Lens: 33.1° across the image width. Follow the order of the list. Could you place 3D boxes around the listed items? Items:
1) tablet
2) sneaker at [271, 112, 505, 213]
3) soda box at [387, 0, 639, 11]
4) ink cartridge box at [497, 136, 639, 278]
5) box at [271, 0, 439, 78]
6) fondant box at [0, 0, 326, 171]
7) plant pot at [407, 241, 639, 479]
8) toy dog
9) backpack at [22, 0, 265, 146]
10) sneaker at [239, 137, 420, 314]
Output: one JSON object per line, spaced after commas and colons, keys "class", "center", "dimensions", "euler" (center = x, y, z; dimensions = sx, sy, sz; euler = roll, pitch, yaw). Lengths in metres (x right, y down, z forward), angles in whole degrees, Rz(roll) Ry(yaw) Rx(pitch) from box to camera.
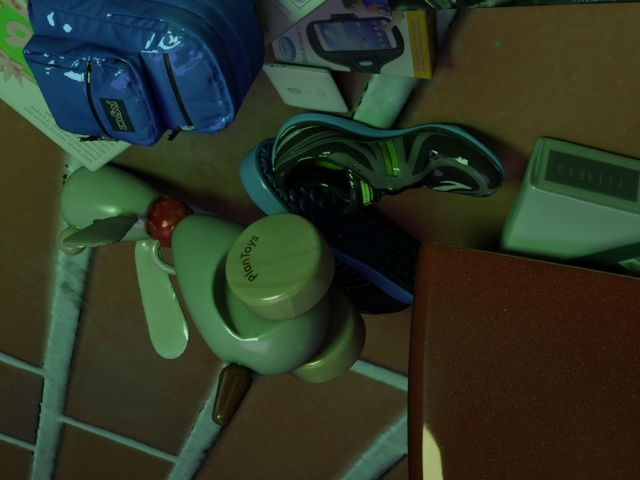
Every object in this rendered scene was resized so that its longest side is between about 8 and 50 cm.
{"class": "tablet", "center": [-0.011, -0.117, 0.828], "dimensions": [0.054, 0.006, 0.083], "euler": [9, 168, 14]}
{"class": "sneaker", "center": [0.051, -0.053, 0.853], "dimensions": [0.188, 0.078, 0.067], "euler": [7, 146, 13]}
{"class": "soda box", "center": [0.120, -0.178, 0.645], "dimensions": [0.169, 0.060, 0.053], "euler": [3, 144, 23]}
{"class": "ink cartridge box", "center": [0.284, 0.036, 0.895], "dimensions": [0.275, 0.060, 0.239], "euler": [15, 147, 5]}
{"class": "box", "center": [0.013, -0.156, 0.762], "dimensions": [0.136, 0.028, 0.081], "euler": [6, 146, 16]}
{"class": "fondant box", "center": [-0.142, -0.201, 0.686], "dimensions": [0.238, 0.096, 0.330], "euler": [41, 141, -21]}
{"class": "plant pot", "center": [0.203, 0.174, 0.906], "dimensions": [0.267, 0.236, 0.267], "euler": [11, 162, 20]}
{"class": "toy dog", "center": [-0.117, 0.049, 0.926], "dimensions": [0.334, 0.161, 0.220], "euler": [10, 148, 51]}
{"class": "backpack", "center": [-0.097, -0.104, 0.616], "dimensions": [0.120, 0.101, 0.098], "euler": [10, 150, 18]}
{"class": "sneaker", "center": [0.000, 0.000, 0.957], "dimensions": [0.090, 0.081, 0.232], "euler": [-22, 131, 39]}
